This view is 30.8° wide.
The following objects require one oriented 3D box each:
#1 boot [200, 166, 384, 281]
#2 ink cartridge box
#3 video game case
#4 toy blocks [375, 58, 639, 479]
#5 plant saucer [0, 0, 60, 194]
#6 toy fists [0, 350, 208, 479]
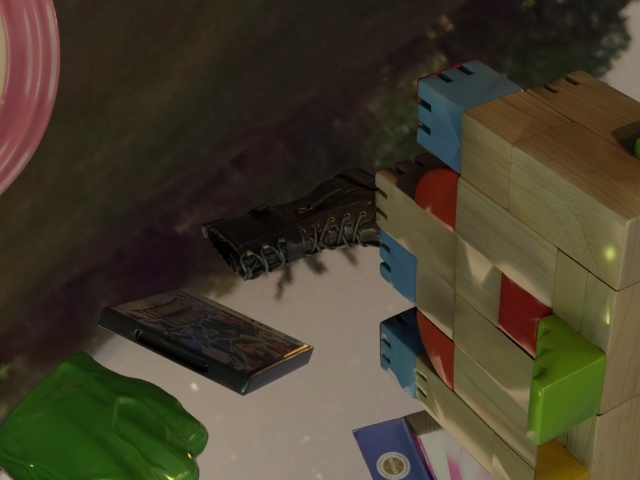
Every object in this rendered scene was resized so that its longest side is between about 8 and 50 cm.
[{"bbox_3d":[0.000,0.000,1.397,0.229,0.091,0.263,-22,-154,-25],"label":"boot"},{"bbox_3d":[0.245,0.342,1.471,0.330,0.324,0.071,-19,-159,12],"label":"ink cartridge box"},{"bbox_3d":[-0.167,0.147,1.778,0.035,0.248,0.275,-69,164,11],"label":"video game case"},{"bbox_3d":[0.139,0.025,0.804,0.191,0.261,0.381,-22,131,-24],"label":"toy blocks"},{"bbox_3d":[-0.373,-0.149,0.910,0.332,0.332,0.084,-39,-162,-4],"label":"plant saucer"},{"bbox_3d":[-0.196,0.217,0.823,0.279,0.142,0.096,-48,158,-23],"label":"toy fists"}]
